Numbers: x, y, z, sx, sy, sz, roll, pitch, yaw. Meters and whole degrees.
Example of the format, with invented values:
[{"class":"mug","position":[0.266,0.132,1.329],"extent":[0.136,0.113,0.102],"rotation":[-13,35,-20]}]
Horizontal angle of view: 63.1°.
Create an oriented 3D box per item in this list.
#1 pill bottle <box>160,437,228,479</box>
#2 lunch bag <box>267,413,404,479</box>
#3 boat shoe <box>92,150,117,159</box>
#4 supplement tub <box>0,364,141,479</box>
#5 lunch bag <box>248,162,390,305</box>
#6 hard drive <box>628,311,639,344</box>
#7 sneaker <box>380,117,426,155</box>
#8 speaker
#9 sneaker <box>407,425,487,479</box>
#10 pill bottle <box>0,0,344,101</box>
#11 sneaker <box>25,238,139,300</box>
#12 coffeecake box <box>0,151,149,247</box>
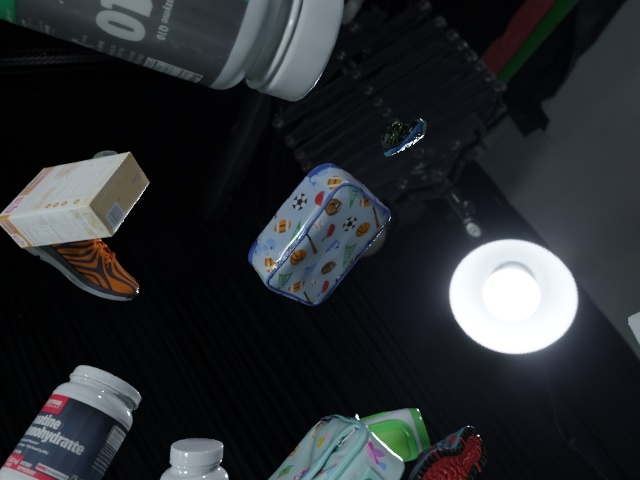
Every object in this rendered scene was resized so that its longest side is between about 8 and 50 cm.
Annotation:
[{"class":"pill bottle","position":[-0.224,0.469,0.913],"extent":[0.121,0.216,0.121],"rotation":[3,-6,0]},{"class":"lunch bag","position":[-0.011,0.382,0.761],"extent":[0.279,0.108,0.224],"rotation":[-47,0,-20]},{"class":"boat shoe","position":[-0.560,-0.137,1.326],"extent":[0.079,0.081,0.227],"rotation":[-7,-22,-39]},{"class":"supplement tub","position":[-0.541,0.437,1.146],"extent":[0.191,0.191,0.272],"rotation":[119,175,-53]},{"class":"lunch bag","position":[0.000,0.000,1.133],"extent":[0.303,0.115,0.243],"rotation":[-50,-38,9]},{"class":"hard drive","position":[0.589,0.273,0.786],"extent":[0.040,0.307,0.203],"rotation":[-36,14,26]},{"class":"sneaker","position":[0.205,-0.275,1.347],"extent":[0.067,0.078,0.188],"rotation":[-27,3,-21]},{"class":"speaker","position":[0.126,0.528,1.346],"extent":[0.296,0.131,0.131],"rotation":[-16,-19,-1]},{"class":"sneaker","position":[0.246,0.481,1.074],"extent":[0.262,0.104,0.125],"rotation":[-3,-31,-50]},{"class":"pill bottle","position":[-0.169,-0.296,0.596],"extent":[0.361,0.204,0.204],"rotation":[11,-41,-27]},{"class":"sneaker","position":[-0.542,0.004,1.238],"extent":[0.180,0.321,0.124],"rotation":[-49,24,6]},{"class":"coffeecake box","position":[-0.401,-0.066,0.853],"extent":[0.185,0.142,0.068],"rotation":[-6,-49,19]}]
